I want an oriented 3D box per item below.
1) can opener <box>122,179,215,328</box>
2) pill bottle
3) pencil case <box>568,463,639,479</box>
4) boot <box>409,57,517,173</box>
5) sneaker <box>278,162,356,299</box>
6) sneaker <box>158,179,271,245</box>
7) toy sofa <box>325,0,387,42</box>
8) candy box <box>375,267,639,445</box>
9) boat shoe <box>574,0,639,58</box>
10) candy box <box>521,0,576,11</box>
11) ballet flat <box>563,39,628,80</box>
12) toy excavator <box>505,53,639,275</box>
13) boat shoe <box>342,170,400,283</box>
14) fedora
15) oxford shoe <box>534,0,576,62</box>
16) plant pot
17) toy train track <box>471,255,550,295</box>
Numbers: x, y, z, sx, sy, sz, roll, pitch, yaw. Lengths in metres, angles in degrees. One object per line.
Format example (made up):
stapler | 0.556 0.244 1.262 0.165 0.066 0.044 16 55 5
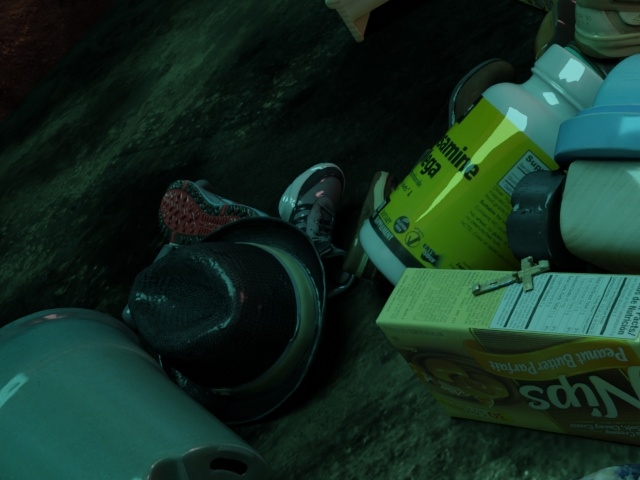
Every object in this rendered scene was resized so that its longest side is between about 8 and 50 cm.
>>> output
can opener | -0.255 0.023 1.781 0.074 0.093 0.280 -4 50 41
pill bottle | 0.219 -0.066 1.270 0.334 0.188 0.188 -48 31 11
pencil case | 0.274 0.260 0.904 0.410 0.160 0.183 -21 26 23
boot | 0.283 -0.144 1.456 0.280 0.096 0.264 12 57 49
sneaker | 0.000 0.000 1.552 0.153 0.101 0.269 4 57 46
sneaker | -0.156 -0.019 1.697 0.262 0.125 0.104 24 94 40
toy sofa | 0.169 -0.557 2.003 0.362 0.177 0.150 -28 34 17
candy box | 0.234 0.119 1.094 0.316 0.183 0.087 0 49 44
boat shoe | 0.505 -0.331 1.384 0.341 0.110 0.122 -15 36 -4
candy box | 0.395 -0.439 1.752 0.109 0.053 0.187 -39 31 -2
ballet flat | 0.418 -0.188 1.396 0.096 0.095 0.280 -23 44 5
toy excavator | 0.447 -0.141 1.143 0.222 0.433 0.445 8 82 49
boat shoe | 0.097 -0.012 1.496 0.257 0.095 0.095 -70 -1 -57
fedora | -0.151 0.092 1.442 0.334 0.152 0.334 -17 63 36
oxford shoe | 0.356 -0.272 1.588 0.076 0.076 0.212 -46 19 47
plant pot | -0.246 0.292 1.240 0.334 0.341 0.341 22 65 45
toy train track | 0.189 0.035 1.057 0.083 0.014 0.048 -22 34 23
